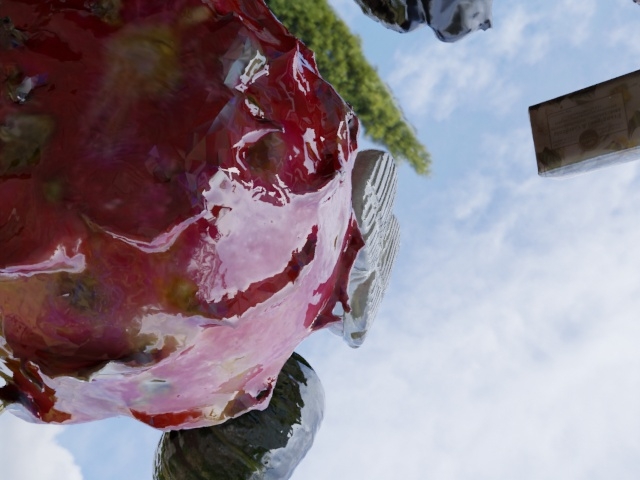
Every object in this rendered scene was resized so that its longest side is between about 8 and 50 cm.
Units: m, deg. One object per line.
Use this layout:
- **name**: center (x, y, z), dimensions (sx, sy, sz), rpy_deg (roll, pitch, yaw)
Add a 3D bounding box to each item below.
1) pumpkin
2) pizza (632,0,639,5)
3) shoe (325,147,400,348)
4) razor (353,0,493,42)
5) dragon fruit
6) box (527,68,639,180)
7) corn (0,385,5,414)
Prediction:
- **pumpkin**: center (-0.094, 0.215, 0.814), dimensions (0.224, 0.157, 0.224), rpy_deg (-48, -177, 3)
- **pizza**: center (0.416, -0.344, 0.944), dimensions (0.053, 0.193, 0.201), rpy_deg (-35, -133, 29)
- **shoe**: center (0.001, -0.002, 1.016), dimensions (0.198, 0.351, 0.172), rpy_deg (15, -129, 15)
- **razor**: center (0.183, -0.279, 0.628), dimensions (0.327, 0.107, 0.189), rpy_deg (-23, -142, -12)
- **dragon fruit**: center (-0.124, -0.046, 0.553), dimensions (0.386, 0.371, 0.249), rpy_deg (-67, -168, -22)
- **box**: center (0.212, -0.086, 0.557), dimensions (0.098, 0.045, 0.062), rpy_deg (-17, -105, 40)
- **corn**: center (-0.466, 0.237, 1.027), dimensions (0.037, 0.037, 0.092), rpy_deg (-31, -170, 26)
